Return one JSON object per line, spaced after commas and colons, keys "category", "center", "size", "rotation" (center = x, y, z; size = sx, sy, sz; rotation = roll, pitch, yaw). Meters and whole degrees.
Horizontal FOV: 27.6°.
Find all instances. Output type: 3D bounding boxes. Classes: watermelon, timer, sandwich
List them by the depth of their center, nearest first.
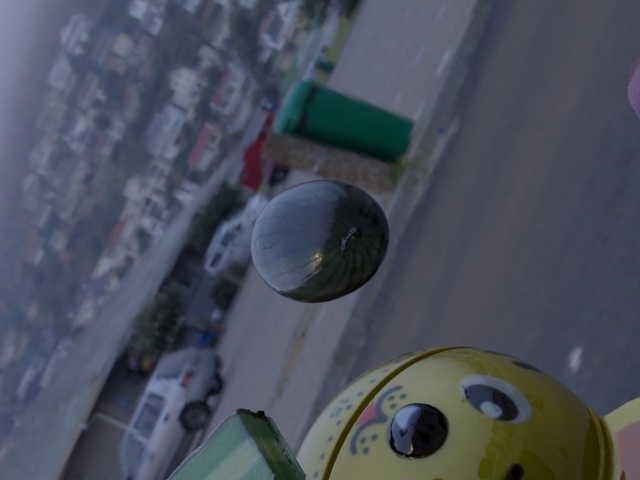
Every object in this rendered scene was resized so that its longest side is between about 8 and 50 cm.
{"category": "watermelon", "center": [0.000, 0.000, 0.806], "size": [0.111, 0.078, 0.078], "rotation": [-26, 37, 60]}
{"category": "sandwich", "center": [-0.082, 0.193, 1.030], "size": [0.116, 0.074, 0.074], "rotation": [-36, -17, 11]}
{"category": "timer", "center": [0.156, 0.268, 1.226], "size": [0.387, 0.376, 0.376], "rotation": [2, 64, 56]}

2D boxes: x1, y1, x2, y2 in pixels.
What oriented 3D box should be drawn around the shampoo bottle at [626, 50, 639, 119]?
{"category": "shampoo bottle", "center": [0.273, -0.200, 0.747], "size": [0.118, 0.076, 0.314], "rotation": [-60, -7, -53]}
